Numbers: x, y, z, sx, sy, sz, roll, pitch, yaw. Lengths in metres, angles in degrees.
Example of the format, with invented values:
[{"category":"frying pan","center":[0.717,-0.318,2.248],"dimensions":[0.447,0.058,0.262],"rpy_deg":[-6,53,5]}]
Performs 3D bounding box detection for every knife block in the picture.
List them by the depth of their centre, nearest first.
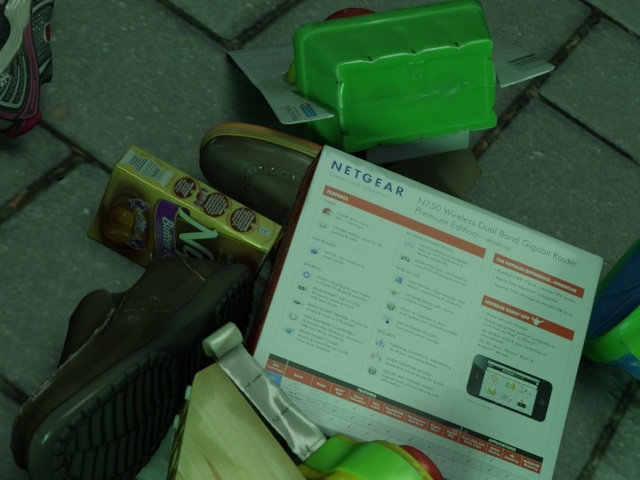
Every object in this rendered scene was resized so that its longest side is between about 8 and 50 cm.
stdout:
[{"category":"knife block","center":[-0.027,0.270,1.293],"dimensions":[0.242,0.088,0.275],"rpy_deg":[14,56,-10]}]

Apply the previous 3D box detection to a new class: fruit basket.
[{"category":"fruit basket","center":[0.074,-0.208,1.756],"dimensions":[0.327,0.165,0.353],"rpy_deg":[-11,16,-11]}]

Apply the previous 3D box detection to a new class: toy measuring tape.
[{"category":"toy measuring tape","center":[0.019,0.195,1.323],"dimensions":[0.330,0.121,0.121],"rpy_deg":[50,43,7]}]

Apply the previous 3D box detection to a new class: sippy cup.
[{"category":"sippy cup","center":[0.462,0.105,1.696],"dimensions":[0.224,0.240,0.305],"rpy_deg":[39,64,-3]}]

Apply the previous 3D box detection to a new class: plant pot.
[{"category":"plant pot","center":[0.136,-0.079,1.781],"dimensions":[0.096,0.109,0.109],"rpy_deg":[42,40,-2]}]

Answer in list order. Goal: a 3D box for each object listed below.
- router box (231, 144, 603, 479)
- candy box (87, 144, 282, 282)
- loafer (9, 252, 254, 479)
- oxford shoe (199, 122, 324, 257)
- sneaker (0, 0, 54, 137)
[{"category":"router box","center":[0.104,0.101,1.495],"dimensions":[0.335,0.082,0.301],"rpy_deg":[22,66,-8]},{"category":"candy box","center":[-0.147,-0.011,1.538],"dimensions":[0.187,0.109,0.053],"rpy_deg":[27,40,-1]},{"category":"loafer","center":[-0.195,0.122,1.380],"dimensions":[0.130,0.134,0.366],"rpy_deg":[17,27,18]},{"category":"oxford shoe","center":[0.000,0.000,1.602],"dimensions":[0.364,0.130,0.133],"rpy_deg":[35,46,7]},{"category":"sneaker","center":[-0.358,-0.229,1.659],"dimensions":[0.112,0.121,0.299],"rpy_deg":[45,32,-27]}]
